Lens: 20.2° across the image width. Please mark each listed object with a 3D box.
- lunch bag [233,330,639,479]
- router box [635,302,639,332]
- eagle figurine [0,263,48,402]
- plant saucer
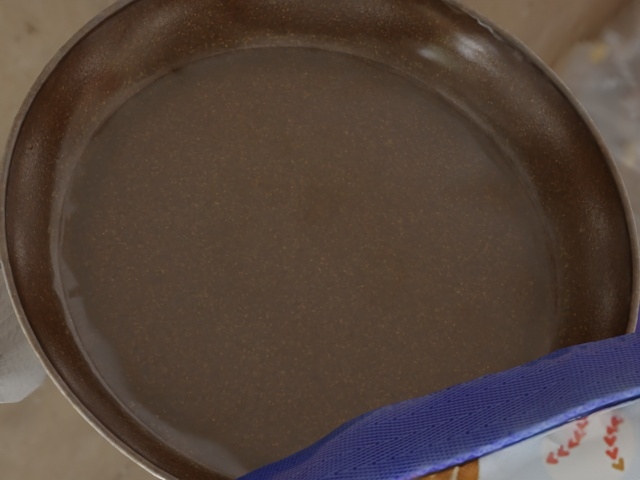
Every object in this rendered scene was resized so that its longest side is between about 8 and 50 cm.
[{"bbox_3d":[0.096,0.216,0.641,0.328,0.239,0.385,-20,120,10],"label":"lunch bag"},{"bbox_3d":[0.014,0.138,1.057,0.335,0.082,0.301,-43,-172,-27],"label":"router box"},{"bbox_3d":[-0.248,0.107,0.873,0.225,0.298,0.226,-38,127,23],"label":"eagle figurine"},{"bbox_3d":[0.000,0.000,0.868,0.310,0.310,0.050,-42,167,-27],"label":"plant saucer"}]
